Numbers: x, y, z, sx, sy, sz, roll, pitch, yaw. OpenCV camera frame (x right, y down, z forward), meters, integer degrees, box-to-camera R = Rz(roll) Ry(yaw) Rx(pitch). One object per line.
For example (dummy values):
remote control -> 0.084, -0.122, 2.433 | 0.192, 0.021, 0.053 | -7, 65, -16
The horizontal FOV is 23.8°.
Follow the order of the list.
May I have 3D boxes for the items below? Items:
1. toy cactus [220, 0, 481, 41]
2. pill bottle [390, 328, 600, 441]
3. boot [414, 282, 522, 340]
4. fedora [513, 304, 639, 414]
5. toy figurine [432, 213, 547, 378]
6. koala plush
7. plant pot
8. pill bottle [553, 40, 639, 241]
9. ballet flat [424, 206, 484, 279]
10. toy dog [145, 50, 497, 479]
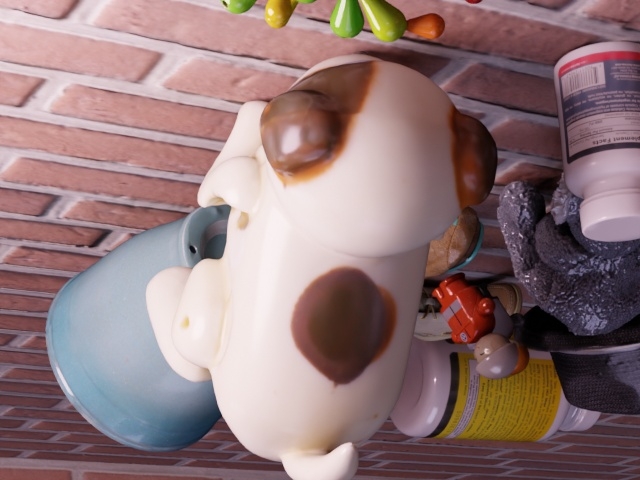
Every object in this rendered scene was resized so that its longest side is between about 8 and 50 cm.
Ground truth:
toy cactus -> 0.027, -0.239, 1.213 | 0.219, 0.112, 0.180 | -1, 143, 1
pill bottle -> 0.288, 0.234, 2.477 | 0.334, 0.188, 0.188 | 6, 160, -23
boot -> 0.171, 0.094, 2.224 | 0.213, 0.077, 0.165 | -15, 156, 41
fedora -> 0.449, 0.156, 2.148 | 0.334, 0.152, 0.334 | -12, -169, 2
toy figurine -> 0.272, 0.084, 1.970 | 0.213, 0.148, 0.209 | -35, 164, 8
koala plush -> 0.331, -0.019, 1.767 | 0.196, 0.203, 0.221 | 1, 149, -11
plant pot -> -0.164, 0.092, 1.916 | 0.272, 0.271, 0.255 | 13, 142, -38
pill bottle -> 0.292, -0.096, 1.506 | 0.108, 0.180, 0.108 | -2, 162, -1
ballet flat -> 0.074, 0.025, 1.978 | 0.124, 0.116, 0.342 | 27, 151, -18
toy dog -> 0.000, 0.000, 1.503 | 0.285, 0.395, 0.408 | 15, 125, -9
